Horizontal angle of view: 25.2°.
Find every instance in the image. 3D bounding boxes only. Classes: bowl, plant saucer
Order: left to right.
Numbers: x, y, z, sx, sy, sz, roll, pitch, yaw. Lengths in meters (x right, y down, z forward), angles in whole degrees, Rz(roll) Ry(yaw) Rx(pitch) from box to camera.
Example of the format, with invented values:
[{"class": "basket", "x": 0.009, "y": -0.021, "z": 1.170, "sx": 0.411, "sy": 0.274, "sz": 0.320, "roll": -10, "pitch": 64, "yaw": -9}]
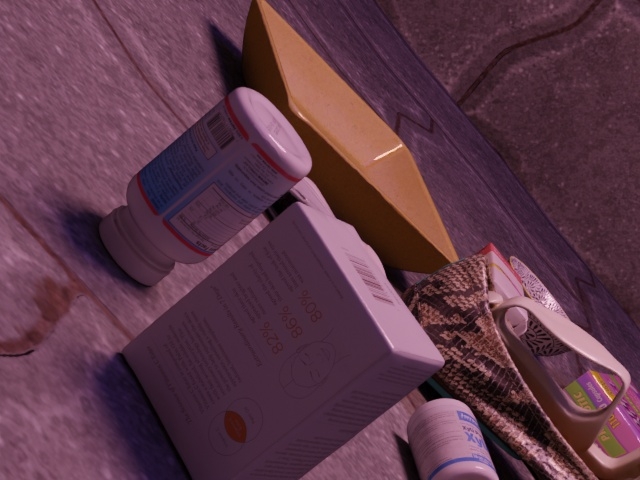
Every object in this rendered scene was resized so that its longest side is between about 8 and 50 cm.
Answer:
[{"class": "plant saucer", "x": 0.017, "y": -0.118, "z": 1.803, "sx": 0.333, "sy": 0.081, "sz": 0.332, "roll": 43, "pitch": 16, "yaw": -30}, {"class": "bowl", "x": 0.301, "y": 0.113, "z": 2.096, "sx": 0.170, "sy": 0.080, "sz": 0.170, "roll": 47, "pitch": 14, "yaw": -16}]

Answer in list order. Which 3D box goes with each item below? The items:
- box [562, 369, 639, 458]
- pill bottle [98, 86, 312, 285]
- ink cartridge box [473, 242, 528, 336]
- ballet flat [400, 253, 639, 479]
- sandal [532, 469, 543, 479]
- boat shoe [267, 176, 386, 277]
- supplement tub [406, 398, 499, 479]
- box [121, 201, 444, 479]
[{"class": "box", "x": 0.392, "y": 0.290, "z": 1.861, "sx": 0.213, "sy": 0.117, "sz": 0.243, "roll": 56, "pitch": 16, "yaw": 20}, {"class": "pill bottle", "x": -0.091, "y": -0.038, "z": 1.103, "sx": 0.087, "sy": 0.160, "sz": 0.087, "roll": 47, "pitch": 15, "yaw": -17}, {"class": "ink cartridge box", "x": 0.185, "y": 0.086, "z": 1.735, "sx": 0.067, "sy": 0.115, "sz": 0.198, "roll": 49, "pitch": 14, "yaw": -10}, {"class": "ballet flat", "x": 0.277, "y": 0.217, "z": 1.558, "sx": 0.482, "sy": 0.182, "sz": 0.164, "roll": 52, "pitch": 13, "yaw": 4}, {"class": "sandal", "x": 0.272, "y": 0.255, "z": 1.715, "sx": 0.180, "sy": 0.049, "sz": 0.072, "roll": 57, "pitch": 15, "yaw": 21}, {"class": "boat shoe", "x": 0.000, "y": 0.000, "z": 1.498, "sx": 0.063, "sy": 0.066, "sz": 0.184, "roll": -2, "pitch": 55, "yaw": -55}, {"class": "supplement tub", "x": 0.124, "y": 0.206, "z": 1.340, "sx": 0.071, "sy": 0.071, "sz": 0.107, "roll": 43, "pitch": 17, "yaw": -30}, {"class": "box", "x": -0.027, "y": 0.081, "z": 0.984, "sx": 0.130, "sy": 0.170, "sz": 0.091, "roll": 58, "pitch": 17, "yaw": 24}]
